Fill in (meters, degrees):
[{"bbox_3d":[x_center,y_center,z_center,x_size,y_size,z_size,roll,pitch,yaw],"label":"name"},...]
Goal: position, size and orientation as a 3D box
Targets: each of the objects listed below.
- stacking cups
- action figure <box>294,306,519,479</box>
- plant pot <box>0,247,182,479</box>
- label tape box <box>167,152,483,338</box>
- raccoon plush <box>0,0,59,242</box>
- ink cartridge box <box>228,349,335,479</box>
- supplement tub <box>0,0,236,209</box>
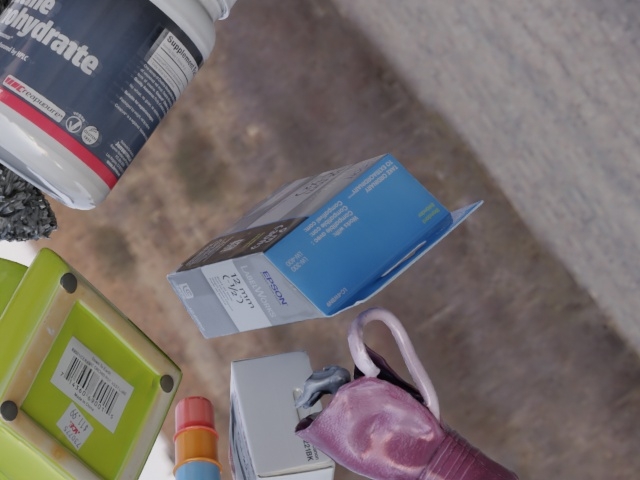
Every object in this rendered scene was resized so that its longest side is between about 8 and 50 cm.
[{"bbox_3d":[-0.200,0.392,2.344,0.096,0.096,0.316,55,-162,-48],"label":"stacking cups"},{"bbox_3d":[0.151,0.264,1.817,0.370,0.276,0.248,35,-149,7],"label":"action figure"},{"bbox_3d":[-0.270,0.148,1.351,0.228,0.207,0.227,47,-133,-30],"label":"plant pot"},{"bbox_3d":[0.000,0.000,1.881,0.347,0.249,0.115,-16,109,54],"label":"label tape box"},{"bbox_3d":[-0.434,-0.194,1.826,0.446,0.216,0.299,100,149,-50],"label":"raccoon plush"},{"bbox_3d":[-0.060,0.315,2.137,0.273,0.114,0.197,97,162,-51],"label":"ink cartridge box"},{"bbox_3d":[-0.226,-0.185,1.478,0.191,0.272,0.191,33,170,6],"label":"supplement tub"}]
